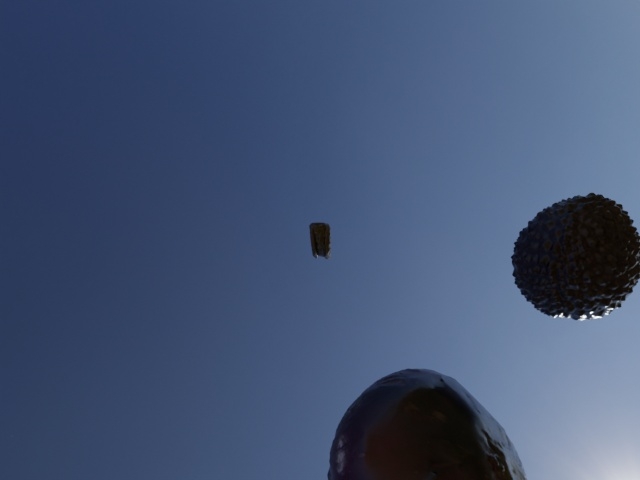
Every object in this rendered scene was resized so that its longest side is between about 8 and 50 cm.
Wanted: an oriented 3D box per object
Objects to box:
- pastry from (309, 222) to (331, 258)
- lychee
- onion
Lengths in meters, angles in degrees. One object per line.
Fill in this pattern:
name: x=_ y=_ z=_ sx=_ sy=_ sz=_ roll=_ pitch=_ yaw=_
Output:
pastry: x=0.000 y=0.000 z=1.263 sx=0.057 sy=0.097 sz=0.109 roll=-3 pitch=-141 yaw=1
lychee: x=0.549 y=0.028 z=1.024 sx=0.268 sy=0.267 sz=0.267 roll=13 pitch=-116 yaw=-28
onion: x=0.120 y=0.396 z=0.748 sx=0.348 sy=0.385 sz=0.347 roll=40 pitch=-147 yaw=-34
